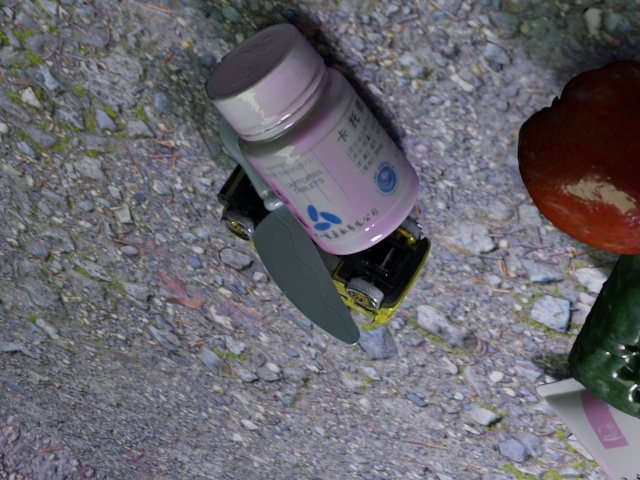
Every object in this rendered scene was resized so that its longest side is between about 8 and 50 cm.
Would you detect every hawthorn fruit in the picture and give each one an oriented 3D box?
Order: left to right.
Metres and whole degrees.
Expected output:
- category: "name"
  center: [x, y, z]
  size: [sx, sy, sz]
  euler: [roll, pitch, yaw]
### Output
- category: "hawthorn fruit"
  center: [0.301, -0.071, 1.474]
  size: [0.202, 0.185, 0.185]
  euler: [45, 154, 16]

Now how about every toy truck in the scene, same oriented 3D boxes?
- category: "toy truck"
  center: [0.000, 0.000, 1.925]
  size: [0.272, 0.124, 0.157]
  euler: [29, 164, 10]

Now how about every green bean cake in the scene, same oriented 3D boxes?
- category: "green bean cake"
  center: [0.446, 0.106, 1.622]
  size: [0.300, 0.169, 0.308]
  euler: [27, 149, 9]

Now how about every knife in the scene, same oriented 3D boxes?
- category: "knife"
  center: [-0.047, -0.016, 1.829]
  size: [0.044, 0.080, 0.331]
  euler: [106, 143, -77]

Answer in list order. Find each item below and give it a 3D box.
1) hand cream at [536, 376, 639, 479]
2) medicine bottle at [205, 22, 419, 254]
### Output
- category: "hand cream"
  center: [0.450, 0.306, 1.984]
  size: [0.359, 0.118, 0.185]
  euler: [48, 147, -15]
- category: "medicine bottle"
  center: [-0.008, -0.116, 1.730]
  size: [0.152, 0.152, 0.254]
  euler: [-3, 136, 45]
